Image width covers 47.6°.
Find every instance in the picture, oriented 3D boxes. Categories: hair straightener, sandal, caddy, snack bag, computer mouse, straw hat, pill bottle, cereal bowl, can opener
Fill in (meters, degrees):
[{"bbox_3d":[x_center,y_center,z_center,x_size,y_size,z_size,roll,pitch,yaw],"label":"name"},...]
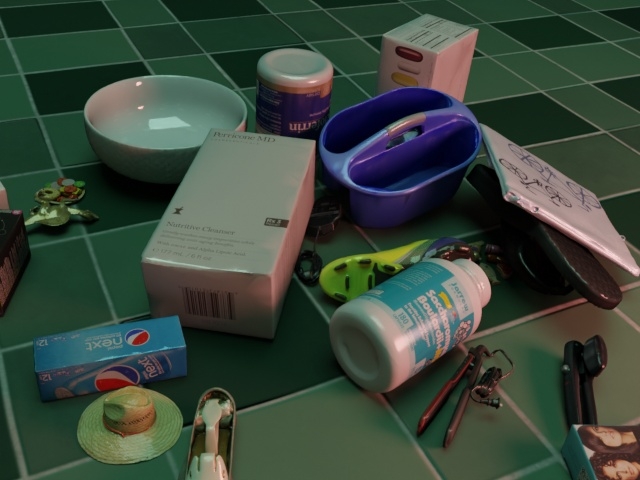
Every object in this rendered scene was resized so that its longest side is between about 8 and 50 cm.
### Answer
[{"bbox_3d":[0.233,0.232,1.095,0.089,0.047,0.230,25,36,23],"label":"hair straightener"},{"bbox_3d":[0.399,0.008,1.353,0.168,0.107,0.445,22,23,-29],"label":"sandal"},{"bbox_3d":[0.157,-0.180,1.455,0.341,0.179,0.241,-26,60,-21],"label":"caddy"},{"bbox_3d":[0.453,-0.079,1.408,0.323,0.037,0.342,29,27,-14],"label":"snack bag"},{"bbox_3d":[0.000,0.000,1.376,0.071,0.041,0.242,-5,41,19],"label":"computer mouse"},{"bbox_3d":[-0.264,0.234,1.001,0.145,0.061,0.144,4,37,-3],"label":"straw hat"},{"bbox_3d":[0.152,0.118,1.141,0.264,0.146,0.146,-26,47,-35],"label":"pill bottle"},{"bbox_3d":[-0.321,-0.220,1.536,0.339,0.141,0.338,3,37,-2],"label":"cereal bowl"},{"bbox_3d":[0.396,0.224,1.109,0.059,0.073,0.186,20,47,5],"label":"can opener"},{"bbox_3d":[-0.059,-0.248,1.508,0.153,0.264,0.153,3,38,-3],"label":"pill bottle"}]

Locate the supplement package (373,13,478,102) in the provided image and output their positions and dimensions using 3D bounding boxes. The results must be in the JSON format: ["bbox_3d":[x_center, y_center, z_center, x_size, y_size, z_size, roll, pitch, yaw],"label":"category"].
[{"bbox_3d":[0.238,-0.365,1.706,0.145,0.261,0.204,26,41,26],"label":"supplement package"}]

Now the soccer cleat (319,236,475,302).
[{"bbox_3d":[0.133,0.054,1.298,0.289,0.093,0.121,-10,9,-14],"label":"soccer cleat"}]

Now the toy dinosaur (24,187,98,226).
[{"bbox_3d":[-0.514,-0.050,1.356,0.183,0.053,0.092,-17,43,-27],"label":"toy dinosaur"}]

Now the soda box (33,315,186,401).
[{"bbox_3d":[-0.308,0.173,1.072,0.210,0.067,0.071,-8,39,-17],"label":"soda box"}]

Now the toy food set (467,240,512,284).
[{"bbox_3d":[0.324,0.034,1.383,0.078,0.019,0.122,-13,40,-23],"label":"toy food set"}]

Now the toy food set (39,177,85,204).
[{"bbox_3d":[-0.513,-0.099,1.448,0.083,0.020,0.082,9,37,5],"label":"toy food set"}]

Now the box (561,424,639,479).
[{"bbox_3d":[0.470,0.311,0.997,0.245,0.060,0.100,2,37,-5],"label":"box"}]

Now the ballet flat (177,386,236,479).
[{"bbox_3d":[-0.148,0.282,0.946,0.072,0.068,0.213,3,37,-4],"label":"ballet flat"}]

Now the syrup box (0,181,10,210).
[{"bbox_3d":[-0.670,-0.104,1.373,0.096,0.093,0.237,-21,44,-31],"label":"syrup box"}]

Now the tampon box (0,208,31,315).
[{"bbox_3d":[-0.566,0.033,1.196,0.121,0.101,0.161,2,37,-4],"label":"tampon box"}]

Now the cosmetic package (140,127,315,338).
[{"bbox_3d":[-0.142,-0.027,1.268,0.217,0.156,0.384,6,42,5],"label":"cosmetic package"}]
